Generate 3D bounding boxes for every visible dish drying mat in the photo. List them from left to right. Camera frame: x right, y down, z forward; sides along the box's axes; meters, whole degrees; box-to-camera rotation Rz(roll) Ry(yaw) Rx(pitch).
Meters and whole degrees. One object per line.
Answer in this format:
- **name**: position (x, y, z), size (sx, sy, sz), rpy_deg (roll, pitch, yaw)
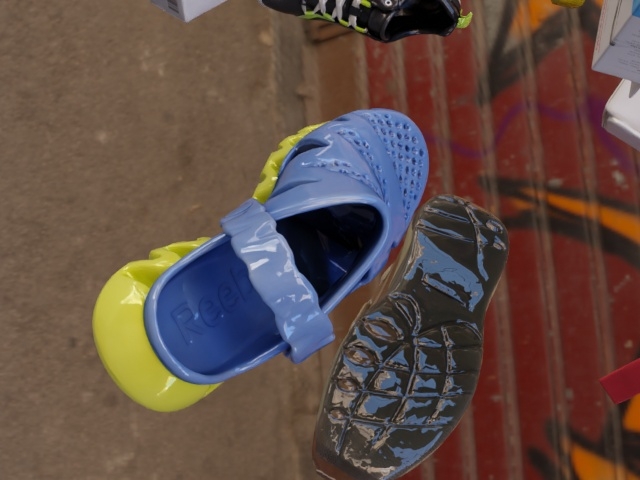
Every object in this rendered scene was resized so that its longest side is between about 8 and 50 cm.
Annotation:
- **dish drying mat**: position (0.322, 0.144, 1.052), size (0.008, 0.083, 0.032), rpy_deg (-27, 77, -29)

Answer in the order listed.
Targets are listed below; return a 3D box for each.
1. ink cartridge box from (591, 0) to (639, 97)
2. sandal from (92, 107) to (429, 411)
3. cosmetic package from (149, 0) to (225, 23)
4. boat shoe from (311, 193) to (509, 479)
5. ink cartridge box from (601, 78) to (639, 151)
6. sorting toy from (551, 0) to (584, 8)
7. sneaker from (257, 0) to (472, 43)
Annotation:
- **ink cartridge box**: position (0.324, -0.230, 1.018), size (0.180, 0.060, 0.104), rpy_deg (108, -3, -70)
- **sandal**: position (0.000, 0.000, 0.687), size (0.126, 0.138, 0.317), rpy_deg (58, 45, -15)
- **cosmetic package**: position (-0.107, -0.305, 0.811), size (0.099, 0.060, 0.239), rpy_deg (-34, 140, -26)
- **boat shoe**: position (0.082, 0.099, 0.938), size (0.123, 0.120, 0.324), rpy_deg (33, 50, 1)
- **ink cartridge box**: position (0.555, -0.227, 1.203), size (0.384, 0.279, 0.160), rpy_deg (-56, 168, 6)
- **sorting toy**: position (0.267, -0.436, 1.315), size (0.229, 0.041, 0.307), rpy_deg (-32, 102, -21)
- **sneaker**: position (0.048, -0.260, 1.082), size (0.084, 0.235, 0.097), rpy_deg (101, -16, -45)
